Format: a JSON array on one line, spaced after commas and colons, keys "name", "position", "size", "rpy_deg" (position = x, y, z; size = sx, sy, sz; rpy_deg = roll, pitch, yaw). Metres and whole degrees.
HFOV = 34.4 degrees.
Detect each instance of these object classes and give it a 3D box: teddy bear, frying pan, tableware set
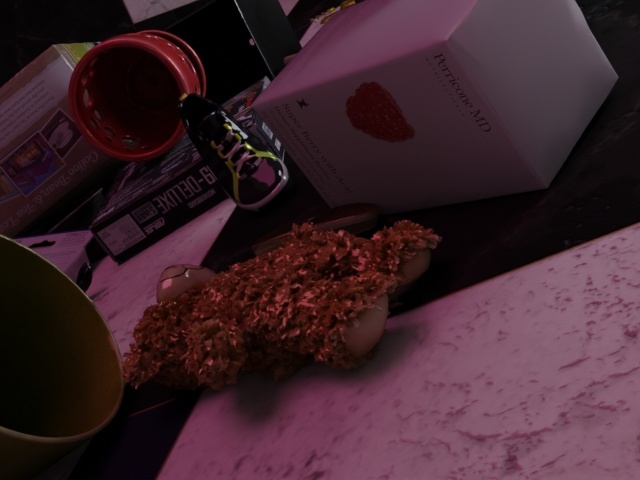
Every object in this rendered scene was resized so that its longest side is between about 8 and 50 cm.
[{"name": "teddy bear", "position": [-0.048, 0.053, 0.951], "size": [0.245, 0.113, 0.338], "rpy_deg": [-45, 22, -29]}, {"name": "frying pan", "position": [-0.487, 0.000, 1.854], "size": [0.326, 0.053, 0.197], "rpy_deg": [-28, 15, 50]}, {"name": "tableware set", "position": [0.040, -0.403, 1.833], "size": [0.104, 0.024, 0.154], "rpy_deg": [-30, 17, -4]}]

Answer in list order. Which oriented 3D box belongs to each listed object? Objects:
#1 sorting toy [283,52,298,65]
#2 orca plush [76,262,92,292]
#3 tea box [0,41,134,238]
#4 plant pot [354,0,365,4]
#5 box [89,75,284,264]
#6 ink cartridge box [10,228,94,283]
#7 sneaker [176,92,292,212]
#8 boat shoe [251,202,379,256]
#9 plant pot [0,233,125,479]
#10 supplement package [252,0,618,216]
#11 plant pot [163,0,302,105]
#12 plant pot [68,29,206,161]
[{"name": "sorting toy", "position": [0.095, -0.376, 1.773], "size": [0.229, 0.041, 0.307], "rpy_deg": [-41, 21, -27]}, {"name": "orca plush", "position": [-0.365, 0.101, 1.358], "size": [0.151, 0.102, 0.287], "rpy_deg": [-27, 22, 24]}, {"name": "tea box", "position": [-0.494, -0.184, 1.910], "size": [0.329, 0.220, 0.323], "rpy_deg": [-37, 7, 10]}, {"name": "plant pot", "position": [0.167, -0.303, 1.211], "size": [0.290, 0.195, 0.290], "rpy_deg": [-9, 37, 7]}, {"name": "box", "position": [-0.197, -0.115, 1.603], "size": [0.307, 0.076, 0.242], "rpy_deg": [-31, 21, 14]}, {"name": "ink cartridge box", "position": [-0.473, 0.071, 1.623], "size": [0.223, 0.045, 0.224], "rpy_deg": [-5, 34, 31]}, {"name": "sneaker", "position": [-0.130, -0.122, 1.379], "size": [0.084, 0.097, 0.235], "rpy_deg": [-47, 49, 1]}, {"name": "boat shoe", "position": [-0.001, 0.001, 1.098], "size": [0.153, 0.048, 0.056], "rpy_deg": [-19, 14, 24]}, {"name": "plant pot", "position": [-0.403, 0.180, 1.076], "size": [0.293, 0.275, 0.275], "rpy_deg": [-44, 16, 22]}, {"name": "supplement package", "position": [0.109, -0.151, 1.042], "size": [0.293, 0.177, 0.175], "rpy_deg": [-9, 36, 51]}, {"name": "plant pot", "position": [-0.146, -0.366, 1.950], "size": [0.188, 0.187, 0.167], "rpy_deg": [-19, 13, 38]}, {"name": "plant pot", "position": [-0.279, -0.234, 1.623], "size": [0.191, 0.191, 0.174], "rpy_deg": [-31, 13, 14]}]
